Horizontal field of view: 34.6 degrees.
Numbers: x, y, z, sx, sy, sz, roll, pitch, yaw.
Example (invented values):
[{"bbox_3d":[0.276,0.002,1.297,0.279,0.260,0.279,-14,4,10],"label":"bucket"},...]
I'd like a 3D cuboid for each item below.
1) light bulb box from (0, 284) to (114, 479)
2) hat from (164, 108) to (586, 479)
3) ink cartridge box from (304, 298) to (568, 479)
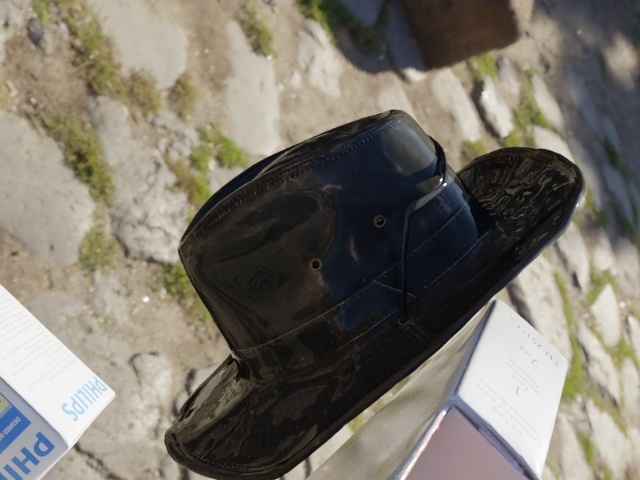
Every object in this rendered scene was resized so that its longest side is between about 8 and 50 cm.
[{"bbox_3d":[-0.544,0.233,1.389,0.361,0.358,0.225,45,10,-3],"label":"light bulb box"},{"bbox_3d":[0.000,0.000,0.685,0.134,0.331,0.331,53,34,-16],"label":"hat"},{"bbox_3d":[-0.006,0.187,0.549,0.066,0.296,0.261,43,27,3],"label":"ink cartridge box"}]
